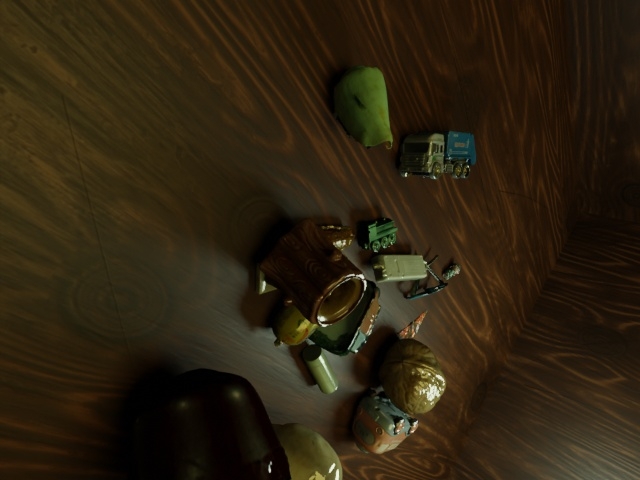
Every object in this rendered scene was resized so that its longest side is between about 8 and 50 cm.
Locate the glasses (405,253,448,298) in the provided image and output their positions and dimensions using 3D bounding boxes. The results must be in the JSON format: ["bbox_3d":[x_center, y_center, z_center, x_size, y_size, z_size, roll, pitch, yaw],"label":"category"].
[{"bbox_3d":[0.460,0.156,1.733,0.239,0.102,0.207,-15,116,-41],"label":"glasses"}]

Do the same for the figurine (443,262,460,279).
[{"bbox_3d":[0.622,0.150,1.937,0.106,0.047,0.060,-30,117,-31],"label":"figurine"}]

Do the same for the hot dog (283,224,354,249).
[{"bbox_3d":[0.000,0.001,1.236,0.289,0.068,0.083,-8,119,-44],"label":"hot dog"}]

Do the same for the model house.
[{"bbox_3d":[0.095,0.274,1.388,0.253,0.184,0.291,-62,151,-16],"label":"model house"}]

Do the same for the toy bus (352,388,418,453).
[{"bbox_3d":[0.252,0.782,1.727,0.287,0.194,0.232,29,97,-48],"label":"toy bus"}]

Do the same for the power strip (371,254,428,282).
[{"bbox_3d":[0.299,0.103,1.558,0.338,0.058,0.098,3,71,-46],"label":"power strip"}]

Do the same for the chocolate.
[{"bbox_3d":[-0.286,0.481,0.941,0.383,0.331,0.383,-27,160,-11],"label":"chocolate"}]

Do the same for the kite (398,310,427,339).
[{"bbox_3d":[0.419,0.421,1.868,0.222,0.008,0.125,-26,123,-37],"label":"kite"}]

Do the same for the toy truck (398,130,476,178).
[{"bbox_3d":[0.438,-0.311,1.501,0.367,0.146,0.175,-12,106,-45],"label":"toy truck"}]

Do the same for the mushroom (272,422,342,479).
[{"bbox_3d":[-0.087,0.734,1.248,0.353,0.325,0.353,15,69,-44],"label":"mushroom"}]

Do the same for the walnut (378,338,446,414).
[{"bbox_3d":[0.376,0.565,1.703,0.277,0.252,0.313,-50,134,-17],"label":"walnut"}]

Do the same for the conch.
[{"bbox_3d":[0.113,-0.362,1.128,0.137,0.143,0.251,-40,124,-89],"label":"conch"}]

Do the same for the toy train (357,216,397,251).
[{"bbox_3d":[0.202,-0.025,1.430,0.170,0.071,0.111,-21,112,-39],"label":"toy train"}]

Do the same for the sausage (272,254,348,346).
[{"bbox_3d":[-0.020,0.182,1.234,0.347,0.123,0.123,-49,134,-12],"label":"sausage"}]

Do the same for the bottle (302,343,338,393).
[{"bbox_3d":[0.001,0.444,1.408,0.072,0.072,0.201,-42,131,-26],"label":"bottle"}]

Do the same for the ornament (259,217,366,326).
[{"bbox_3d":[-0.005,0.089,1.079,0.235,0.217,0.221,-2,125,-43],"label":"ornament"}]

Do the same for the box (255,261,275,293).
[{"bbox_3d":[-0.113,0.093,1.187,0.167,0.024,0.090,-13,115,-42],"label":"box"}]
